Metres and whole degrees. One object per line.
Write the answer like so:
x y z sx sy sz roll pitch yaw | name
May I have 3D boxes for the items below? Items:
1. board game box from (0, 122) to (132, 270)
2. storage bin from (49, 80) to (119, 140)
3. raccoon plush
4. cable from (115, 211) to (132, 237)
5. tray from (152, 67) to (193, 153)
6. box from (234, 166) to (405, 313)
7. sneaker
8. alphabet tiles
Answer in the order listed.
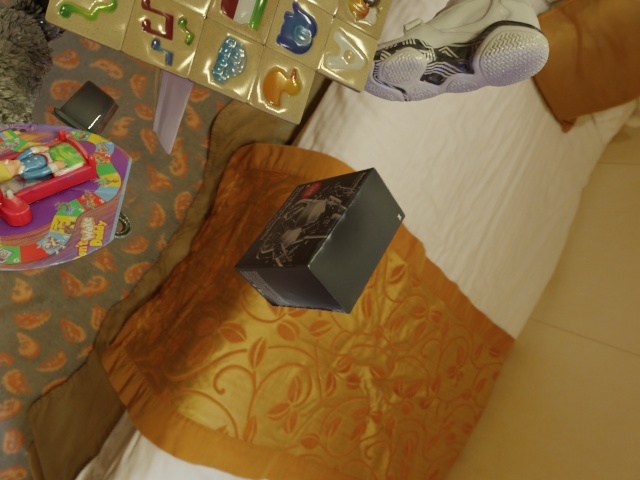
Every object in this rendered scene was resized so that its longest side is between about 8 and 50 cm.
-0.226 -0.053 0.338 0.133 0.169 0.033 5 138 -16 | board game box
-0.433 -0.241 0.825 0.098 0.135 0.091 39 86 -23 | storage bin
-0.601 -0.391 0.819 0.216 0.299 0.447 21 88 -43 | raccoon plush
-0.558 -0.108 0.998 0.287 0.072 0.139 58 46 -20 | cable
-0.187 -0.213 0.542 0.030 0.270 0.145 2 84 -24 | tray
0.000 0.000 1.156 0.179 0.312 0.343 51 56 -28 | box
0.240 -0.404 0.851 0.137 0.365 0.210 45 49 -62 | sneaker
-0.077 -0.281 0.386 0.342 0.011 0.285 16 93 -26 | alphabet tiles
